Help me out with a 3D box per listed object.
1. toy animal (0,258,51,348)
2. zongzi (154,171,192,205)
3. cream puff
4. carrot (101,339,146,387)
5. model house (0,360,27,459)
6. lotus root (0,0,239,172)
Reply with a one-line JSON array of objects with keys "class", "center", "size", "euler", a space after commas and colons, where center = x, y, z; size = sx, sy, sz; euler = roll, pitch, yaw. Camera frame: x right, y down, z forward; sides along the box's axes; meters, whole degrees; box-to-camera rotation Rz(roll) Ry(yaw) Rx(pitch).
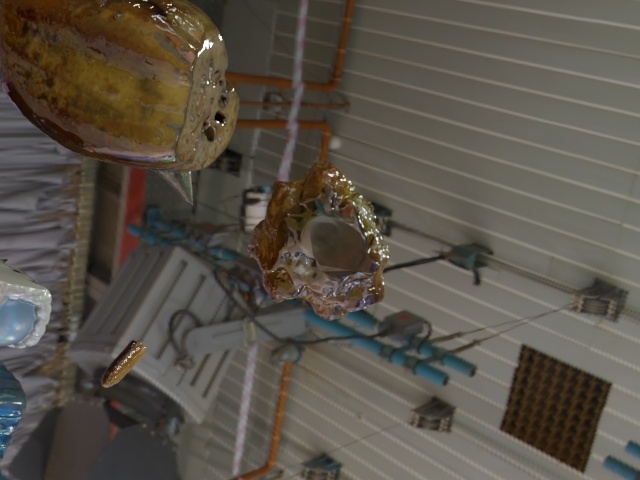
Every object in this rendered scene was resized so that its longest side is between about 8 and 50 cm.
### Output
[{"class": "toy animal", "center": [-0.629, 0.121, 1.621], "size": [0.208, 0.204, 0.156], "euler": [20, -86, 38]}, {"class": "zongzi", "center": [-0.361, -0.168, 1.739], "size": [0.094, 0.205, 0.204], "euler": [-149, -124, -72]}, {"class": "cream puff", "center": [0.000, 0.000, 1.428], "size": [0.241, 0.155, 0.269], "euler": [7, -77, -2]}, {"class": "carrot", "center": [-0.434, 0.272, 1.855], "size": [0.048, 0.139, 0.048], "euler": [12, -56, 19]}, {"class": "model house", "center": [-0.587, 0.141, 1.150], "size": [0.400, 0.395, 0.445], "euler": [-23, -117, 45]}, {"class": "lotus root", "center": [-0.208, -0.177, 0.856], "size": [0.291, 0.193, 0.193], "euler": [28, -65, 23]}]
